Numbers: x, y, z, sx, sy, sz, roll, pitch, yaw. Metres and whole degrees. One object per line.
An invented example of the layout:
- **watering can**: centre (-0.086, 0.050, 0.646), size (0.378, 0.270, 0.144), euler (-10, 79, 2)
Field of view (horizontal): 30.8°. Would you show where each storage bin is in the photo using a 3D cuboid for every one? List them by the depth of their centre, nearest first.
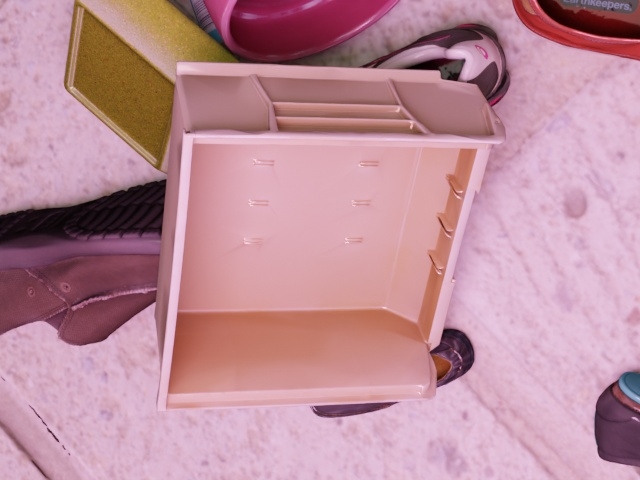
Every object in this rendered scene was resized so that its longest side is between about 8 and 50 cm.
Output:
- **storage bin**: centre (0.000, 0.000, 0.953), size (0.261, 0.123, 0.262), euler (0, 125, -14)

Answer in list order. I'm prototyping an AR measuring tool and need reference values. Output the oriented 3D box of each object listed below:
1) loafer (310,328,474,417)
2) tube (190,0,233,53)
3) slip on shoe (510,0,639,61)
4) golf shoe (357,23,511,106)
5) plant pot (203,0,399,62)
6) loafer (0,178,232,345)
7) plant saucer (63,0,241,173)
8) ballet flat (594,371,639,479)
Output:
- **loafer**: centre (0.059, 0.129, 1.096), size (0.170, 0.061, 0.062), euler (-26, 89, 18)
- **tube**: centre (-0.113, -0.283, 1.119), size (0.080, 0.052, 0.207), euler (-19, 84, 14)
- **slip on shoe**: centre (0.320, -0.194, 0.964), size (0.332, 0.101, 0.123), euler (11, 97, 14)
- **golf shoe**: centre (0.036, -0.117, 1.051), size (0.273, 0.120, 0.105), euler (-29, 88, 19)
- **plant pot**: centre (-0.031, -0.287, 1.026), size (0.201, 0.201, 0.180), euler (-34, 69, 17)
- **loafer**: centre (-0.213, 0.030, 1.143), size (0.366, 0.134, 0.130), euler (-6, 114, 31)
- **plant saucer**: centre (-0.174, -0.153, 1.090), size (0.188, 0.045, 0.188), euler (41, 146, 10)
- **ballet flat**: centre (0.367, 0.208, 1.001), size (0.281, 0.095, 0.096), euler (25, 112, 24)
